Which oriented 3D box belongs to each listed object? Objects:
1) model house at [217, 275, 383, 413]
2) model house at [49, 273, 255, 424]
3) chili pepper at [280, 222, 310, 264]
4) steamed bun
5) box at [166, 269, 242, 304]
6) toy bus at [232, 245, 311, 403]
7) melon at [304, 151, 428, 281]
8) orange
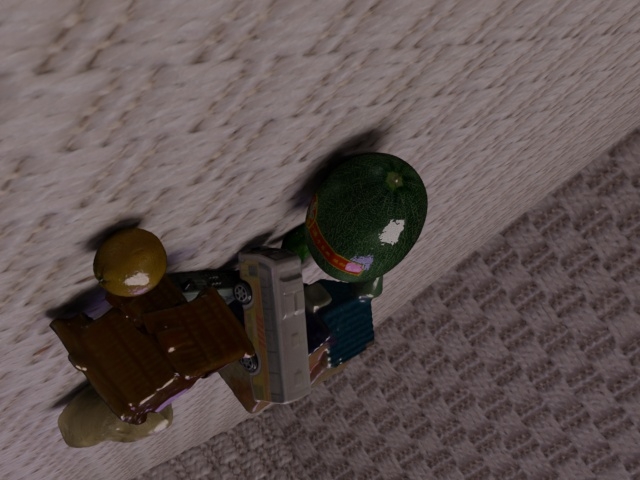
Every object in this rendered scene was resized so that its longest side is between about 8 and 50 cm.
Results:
[{"bbox_3d":[-0.039,0.145,1.824,0.312,0.245,0.280,-24,157,-40],"label":"model house"},{"bbox_3d":[-0.240,0.145,1.379,0.229,0.199,0.219,-33,180,-10],"label":"model house"},{"bbox_3d":[0.000,-0.005,1.676,0.182,0.073,0.050,-26,144,-6],"label":"chili pepper"},{"bbox_3d":[-0.407,0.322,1.827,0.212,0.110,0.231,-21,-166,-20],"label":"steamed bun"},{"bbox_3d":[-0.250,0.116,1.584,0.211,0.045,0.270,-38,167,20],"label":"box"},{"bbox_3d":[-0.079,0.146,1.609,0.106,0.268,0.092,3,-169,40],"label":"toy bus"},{"bbox_3d":[0.072,-0.039,1.472,0.182,0.182,0.288,-26,164,-30],"label":"melon"},{"bbox_3d":[-0.240,0.028,1.170,0.095,0.085,0.085,-29,168,-37],"label":"orange"}]
